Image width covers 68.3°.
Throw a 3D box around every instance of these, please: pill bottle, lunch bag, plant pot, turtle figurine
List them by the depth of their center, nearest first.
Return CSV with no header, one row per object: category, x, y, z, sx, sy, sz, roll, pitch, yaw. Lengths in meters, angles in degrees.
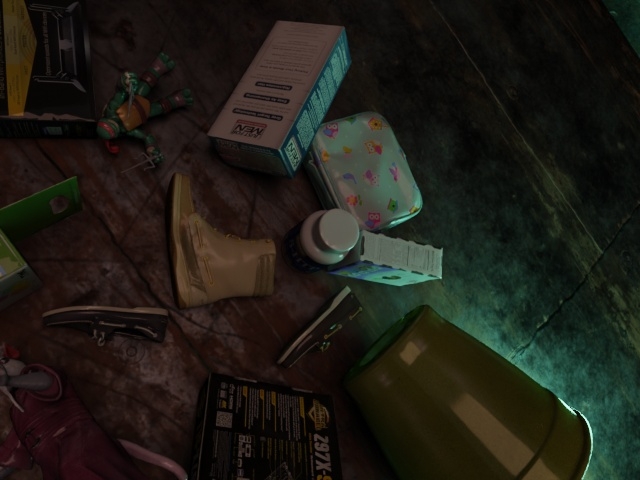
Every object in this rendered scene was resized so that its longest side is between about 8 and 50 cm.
turtle figurine,-0.351,-0.250,0.907,0.118,0.175,0.234,16,53,19
plant pot,0.244,0.328,0.925,0.366,0.366,0.353,-40,83,-26
pill bottle,0.000,0.000,0.967,0.111,0.186,0.112,6,74,-22
lunch bag,0.085,-0.149,1.086,0.224,0.108,0.279,-22,84,-21

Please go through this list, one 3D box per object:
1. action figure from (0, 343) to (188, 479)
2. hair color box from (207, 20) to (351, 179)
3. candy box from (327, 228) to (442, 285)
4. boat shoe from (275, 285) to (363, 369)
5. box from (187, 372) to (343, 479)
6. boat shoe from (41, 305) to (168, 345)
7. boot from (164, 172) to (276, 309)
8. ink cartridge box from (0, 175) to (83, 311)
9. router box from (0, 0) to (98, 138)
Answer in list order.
action figure,-0.386,0.291,0.727,0.370,0.248,0.275,45,24,20
hair color box,-0.077,-0.312,1.018,0.173,0.105,0.347,15,66,21
candy box,0.137,0.044,1.027,0.196,0.165,0.070,12,74,-21
boat shoe,0.004,0.189,0.979,0.069,0.081,0.227,48,61,-1
box,-0.090,0.397,0.796,0.257,0.079,0.322,18,35,-20
boat shoe,-0.374,0.152,0.830,0.206,0.075,0.065,5,72,-27
boot,-0.196,-0.006,0.934,0.203,0.095,0.262,-5,80,-24
ink cartridge box,-0.480,0.021,0.751,0.255,0.189,0.097,-36,91,-27
router box,-0.556,-0.346,0.872,0.242,0.081,0.309,-4,79,-25
